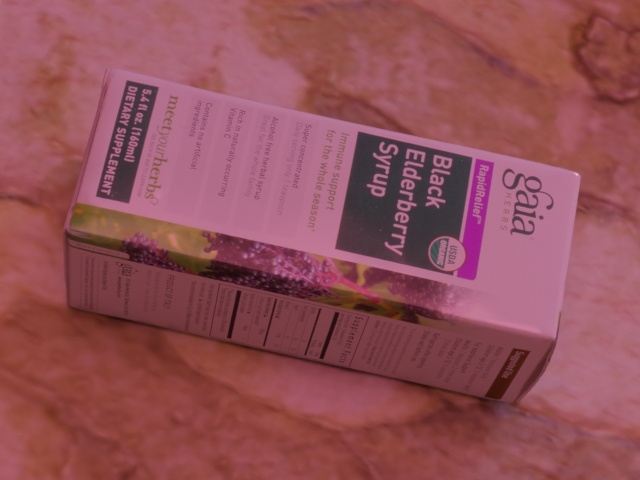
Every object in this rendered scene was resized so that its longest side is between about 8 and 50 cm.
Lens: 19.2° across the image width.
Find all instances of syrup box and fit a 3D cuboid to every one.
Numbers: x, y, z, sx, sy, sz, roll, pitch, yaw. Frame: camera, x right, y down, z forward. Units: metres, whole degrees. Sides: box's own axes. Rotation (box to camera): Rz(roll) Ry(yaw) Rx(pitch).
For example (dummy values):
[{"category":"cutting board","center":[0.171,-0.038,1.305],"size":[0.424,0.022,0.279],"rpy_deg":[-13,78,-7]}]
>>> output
[{"category":"syrup box","center":[0.000,0.000,0.927],"size":[0.237,0.096,0.093],"rpy_deg":[12,64,-1]}]
